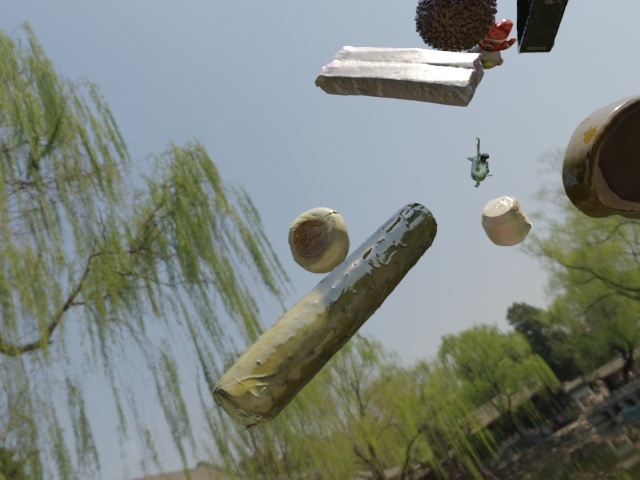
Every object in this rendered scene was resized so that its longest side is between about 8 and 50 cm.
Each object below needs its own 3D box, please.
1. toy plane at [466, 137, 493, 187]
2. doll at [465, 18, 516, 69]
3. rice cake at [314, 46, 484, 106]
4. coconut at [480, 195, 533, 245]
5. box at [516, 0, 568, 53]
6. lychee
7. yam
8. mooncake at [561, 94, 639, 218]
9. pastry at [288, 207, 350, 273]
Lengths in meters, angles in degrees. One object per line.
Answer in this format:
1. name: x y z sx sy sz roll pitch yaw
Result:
1. toy plane: 0.300 -0.139 1.040 0.040 0.111 0.102 -6 -59 10
2. doll: 0.531 -0.612 1.745 0.245 0.142 0.076 91 -159 -69
3. rice cake: 0.136 -0.291 0.964 0.106 0.298 0.050 -55 -38 -28
4. coconut: 0.440 -0.038 1.290 0.110 0.110 0.124 -35 -59 8
5. box: 0.326 -0.472 0.801 0.058 0.350 0.211 3 -14 11
6. lychee: 0.296 -0.504 1.210 0.188 0.188 0.188 -24 -28 -14
7. yam: 0.027 0.071 0.655 0.371 0.083 0.083 -42 -18 -34
8. mooncake: 0.566 -0.151 1.024 0.235 0.234 0.117 -25 1 -13
9. pastry: 0.000 0.000 1.272 0.156 0.156 0.092 -44 -27 23
